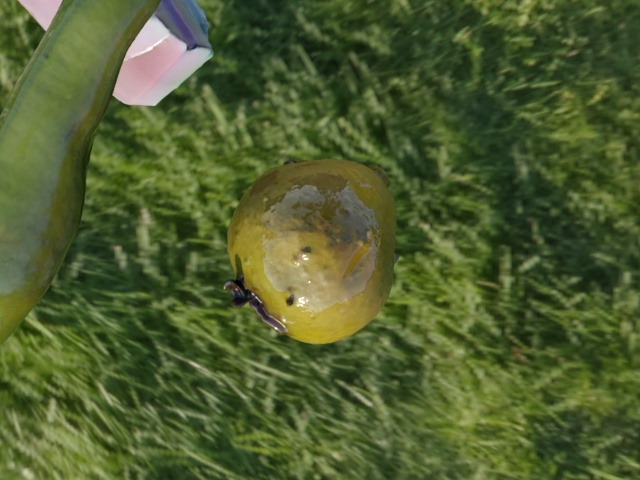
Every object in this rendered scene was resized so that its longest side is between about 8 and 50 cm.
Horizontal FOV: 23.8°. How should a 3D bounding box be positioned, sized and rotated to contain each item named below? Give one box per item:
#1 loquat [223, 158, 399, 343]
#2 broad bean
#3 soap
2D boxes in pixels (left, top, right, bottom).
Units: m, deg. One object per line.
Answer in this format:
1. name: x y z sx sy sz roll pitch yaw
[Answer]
1. loquat: 0.000 0.000 1.361 0.149 0.172 0.204 16 53 27
2. broad bean: -0.147 -0.060 0.849 0.067 0.075 0.325 31 103 8
3. soap: -0.243 -0.296 1.546 0.109 0.193 0.324 -37 78 23
